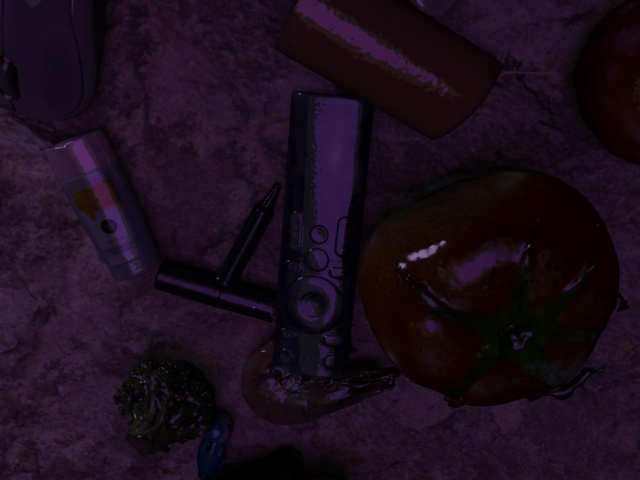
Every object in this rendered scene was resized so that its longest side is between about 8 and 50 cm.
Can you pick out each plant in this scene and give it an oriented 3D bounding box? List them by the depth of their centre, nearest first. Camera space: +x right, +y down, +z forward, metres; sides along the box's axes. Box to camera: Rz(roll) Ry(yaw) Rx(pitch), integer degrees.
[{"bbox_3d":[-0.066,0.413,0.986,0.255,0.164,0.142,-5,110,5],"label":"plant"}]

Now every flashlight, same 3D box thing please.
[{"bbox_3d":[-0.169,0.320,1.013,0.051,0.051,0.129,16,117,-6],"label":"flashlight"}]

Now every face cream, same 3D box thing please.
[{"bbox_3d":[-0.283,-0.045,0.862,0.084,0.057,0.198,-20,111,7],"label":"face cream"}]

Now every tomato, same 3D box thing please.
[{"bbox_3d":[0.382,-0.182,0.762,0.155,0.181,0.214,-13,104,25],"label":"tomato"},{"bbox_3d":[0.202,0.046,0.800,0.303,0.239,0.304,-3,122,-5],"label":"tomato"}]

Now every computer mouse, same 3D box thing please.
[{"bbox_3d":[-0.328,-0.278,0.740,0.184,0.121,0.297,21,109,-9],"label":"computer mouse"}]

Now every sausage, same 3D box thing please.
[{"bbox_3d":[0.082,-0.214,0.758,0.252,0.123,0.123,28,109,-9],"label":"sausage"}]

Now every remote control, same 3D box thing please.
[{"bbox_3d":[0.000,0.000,0.859,0.107,0.044,0.378,8,104,11],"label":"remote control"}]

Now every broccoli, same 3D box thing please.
[{"bbox_3d":[-0.223,0.241,0.941,0.145,0.138,0.162,37,136,-4],"label":"broccoli"}]

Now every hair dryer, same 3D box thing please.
[{"bbox_3d":[-0.123,0.003,0.891,0.173,0.050,0.195,15,107,-6],"label":"hair dryer"}]

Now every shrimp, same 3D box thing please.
[{"bbox_3d":[0.001,0.185,0.954,0.254,0.059,0.145,-24,100,15],"label":"shrimp"}]

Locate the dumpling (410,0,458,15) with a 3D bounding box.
[{"bbox_3d":[0.143,-0.343,0.729,0.134,0.100,0.169,-11,75,-22],"label":"dumpling"}]
